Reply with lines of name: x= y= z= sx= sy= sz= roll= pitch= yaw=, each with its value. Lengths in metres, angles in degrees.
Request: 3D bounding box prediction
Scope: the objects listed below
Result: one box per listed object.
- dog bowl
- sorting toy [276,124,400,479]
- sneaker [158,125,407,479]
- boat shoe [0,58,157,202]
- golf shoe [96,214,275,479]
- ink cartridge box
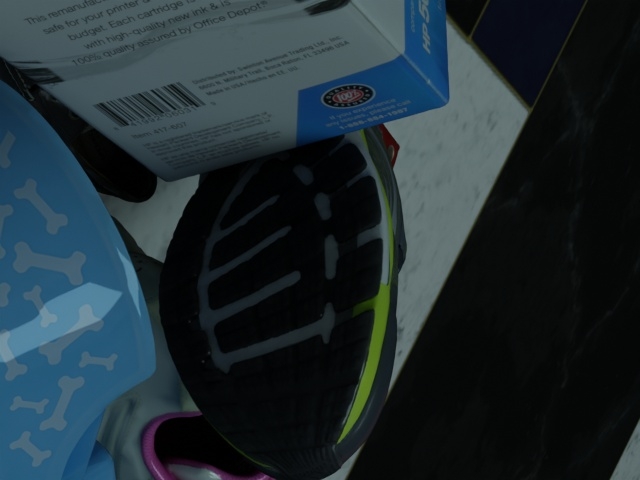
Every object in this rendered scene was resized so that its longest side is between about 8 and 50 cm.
dog bowl: x=-0.144 y=0.070 z=0.693 sx=0.074 sy=0.166 sz=0.297 roll=-28 pitch=137 yaw=-31
sorting toy: x=-0.025 y=0.027 z=0.949 sx=0.132 sy=0.046 sz=0.274 roll=41 pitch=63 yaw=-61
sneaker: x=0.000 y=0.000 z=0.758 sx=0.121 sy=0.111 sz=0.300 roll=55 pitch=21 yaw=-36
boat shoe: x=-0.112 y=-0.071 z=0.738 sx=0.056 sy=0.049 sz=0.152 roll=-55 pitch=149 yaw=-16
golf shoe: x=-0.085 y=0.128 z=0.851 sx=0.115 sy=0.140 sz=0.306 roll=-47 pitch=149 yaw=-32
ink cartridge box: x=-0.057 y=-0.115 z=0.645 sx=0.203 sy=0.148 sz=0.086 roll=40 pitch=44 yaw=-51
